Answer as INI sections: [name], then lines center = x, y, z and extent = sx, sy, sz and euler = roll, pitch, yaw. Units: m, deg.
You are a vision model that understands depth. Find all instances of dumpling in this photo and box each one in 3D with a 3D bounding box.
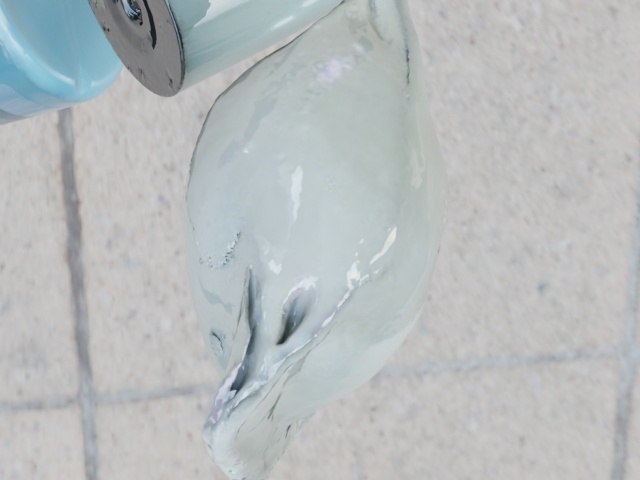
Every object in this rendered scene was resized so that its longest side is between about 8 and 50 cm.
[dumpling]
center = 0.000, -0.003, 1.149
extent = 0.181, 0.341, 0.260
euler = -9, 151, 1

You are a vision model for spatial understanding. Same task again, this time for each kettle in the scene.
[kettle]
center = -0.077, -0.250, 1.405
extent = 0.236, 0.221, 0.161
euler = -30, 125, -22

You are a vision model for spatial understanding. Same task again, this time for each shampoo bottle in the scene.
[shampoo bottle]
center = -0.436, -0.282, 1.914
extent = 0.343, 0.331, 0.331
euler = -12, 121, 24
